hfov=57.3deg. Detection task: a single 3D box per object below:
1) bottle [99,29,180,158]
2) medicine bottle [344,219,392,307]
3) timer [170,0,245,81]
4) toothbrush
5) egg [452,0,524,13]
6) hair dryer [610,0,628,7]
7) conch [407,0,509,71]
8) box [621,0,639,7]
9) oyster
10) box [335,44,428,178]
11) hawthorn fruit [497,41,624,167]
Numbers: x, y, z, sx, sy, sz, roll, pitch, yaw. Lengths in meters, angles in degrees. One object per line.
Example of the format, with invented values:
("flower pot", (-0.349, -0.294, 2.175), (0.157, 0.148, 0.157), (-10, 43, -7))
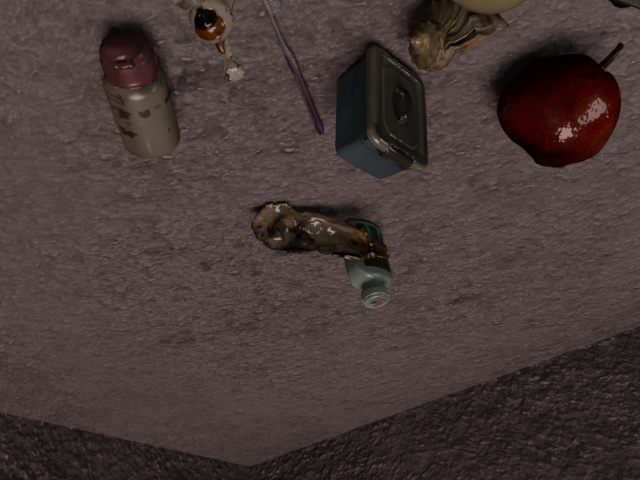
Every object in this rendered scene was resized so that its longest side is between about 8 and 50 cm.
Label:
("bottle", (-0.325, -0.262, 1.048), (0.110, 0.110, 0.233), (-7, 144, -5))
("medicine bottle", (0.121, 0.061, 1.500), (0.121, 0.228, 0.083), (18, 137, -33))
("timer", (-0.158, -0.356, 0.822), (0.175, 0.266, 0.175), (-7, 145, -5))
("toothbrush", (-0.044, -0.327, 1.101), (0.029, 0.024, 0.354), (-23, 143, 3))
("egg", (0.249, -0.445, 0.871), (0.186, 0.186, 0.242), (-28, 151, 23))
("hair dryer", (0.516, -0.527, 0.931), (0.197, 0.089, 0.251), (19, 126, -31))
("conch", (0.247, -0.361, 1.028), (0.207, 0.155, 0.130), (-13, 126, -27))
("box", (0.617, -0.465, 0.787), (0.373, 0.090, 0.367), (28, 119, 14))
("oyster", (0.000, -0.002, 1.428), (0.345, 0.128, 0.078), (13, 147, -5))
("box", (0.118, -0.234, 1.108), (0.162, 0.227, 0.130), (23, 148, -38))
("hawthorn fruit", (0.500, -0.274, 1.162), (0.230, 0.210, 0.266), (29, 117, -38))
